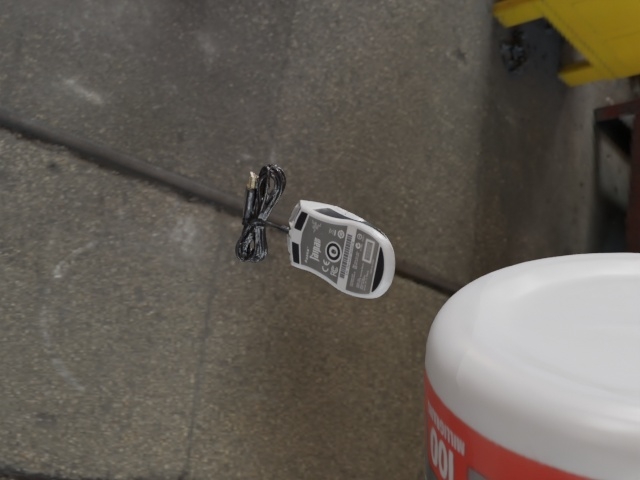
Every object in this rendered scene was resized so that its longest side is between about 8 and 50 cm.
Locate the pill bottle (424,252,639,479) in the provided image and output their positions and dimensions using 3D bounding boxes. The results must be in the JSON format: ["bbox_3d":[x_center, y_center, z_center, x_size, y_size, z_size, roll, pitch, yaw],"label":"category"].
[{"bbox_3d":[0.158,0.205,0.463,0.210,0.210,0.362,-22,117,-47],"label":"pill bottle"}]

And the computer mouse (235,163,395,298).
[{"bbox_3d":[0.000,0.000,0.855,0.042,0.193,0.106,-10,117,-50],"label":"computer mouse"}]
